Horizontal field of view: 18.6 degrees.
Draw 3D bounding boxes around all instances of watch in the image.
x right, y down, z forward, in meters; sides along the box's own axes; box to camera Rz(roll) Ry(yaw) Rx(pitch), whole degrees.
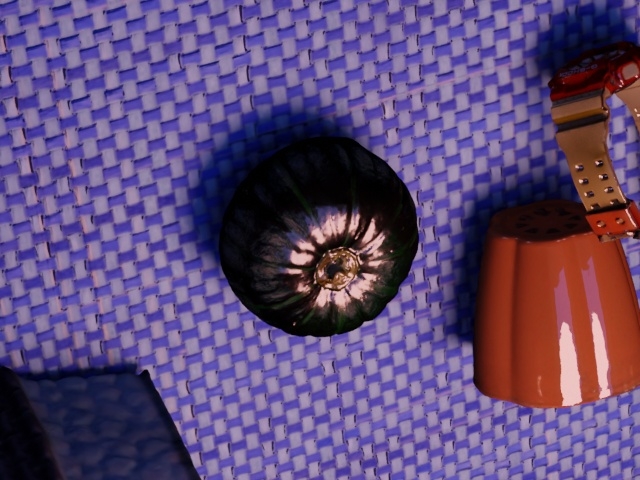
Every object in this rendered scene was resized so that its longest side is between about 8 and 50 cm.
[{"bbox_3d":[0.310,-0.062,1.938,0.165,0.102,0.268,-22,98,-51],"label":"watch"}]

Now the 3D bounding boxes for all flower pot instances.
[{"bbox_3d":[0.239,0.058,1.998,0.190,0.190,0.173,-14,113,-16],"label":"flower pot"}]

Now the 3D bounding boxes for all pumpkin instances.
[{"bbox_3d":[0.000,0.000,1.874,0.202,0.140,0.202,-9,119,-17],"label":"pumpkin"}]

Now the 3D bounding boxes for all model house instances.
[{"bbox_3d":[-0.294,0.318,1.797,0.339,0.360,0.297,4,118,-24],"label":"model house"}]
